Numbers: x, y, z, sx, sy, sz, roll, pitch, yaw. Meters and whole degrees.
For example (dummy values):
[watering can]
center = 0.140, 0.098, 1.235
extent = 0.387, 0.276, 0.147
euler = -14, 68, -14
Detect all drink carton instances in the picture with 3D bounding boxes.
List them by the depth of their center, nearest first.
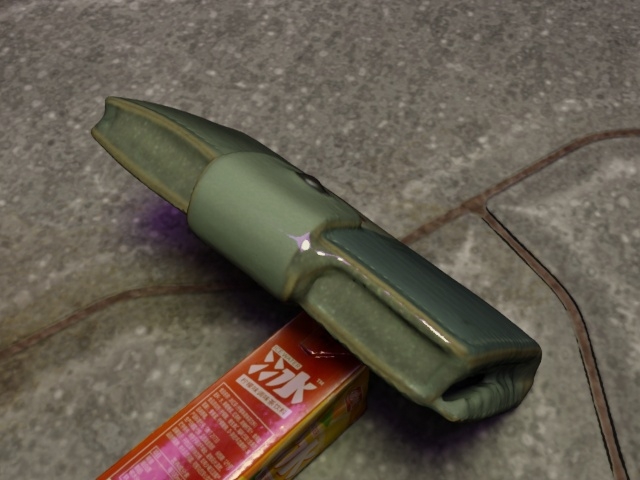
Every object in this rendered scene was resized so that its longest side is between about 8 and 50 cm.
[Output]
[drink carton]
center = -0.065, 0.155, 0.543
extent = 0.223, 0.096, 0.071
euler = -39, 63, -23

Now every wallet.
[wallet]
center = 0.000, 0.000, 0.580
extent = 0.360, 0.252, 0.083
euler = 37, 98, 24
